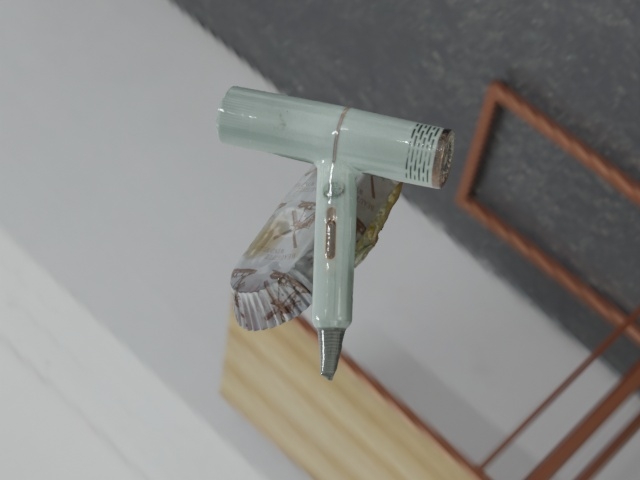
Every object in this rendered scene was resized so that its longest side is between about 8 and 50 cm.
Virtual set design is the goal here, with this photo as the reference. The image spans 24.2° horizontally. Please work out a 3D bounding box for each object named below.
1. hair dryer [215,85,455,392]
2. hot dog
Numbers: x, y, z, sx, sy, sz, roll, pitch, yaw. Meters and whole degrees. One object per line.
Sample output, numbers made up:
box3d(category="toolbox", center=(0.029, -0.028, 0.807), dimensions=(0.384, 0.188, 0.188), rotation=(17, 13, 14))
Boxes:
box3d(category="hair dryer", center=(-0.008, 0.000, 0.969), dimensions=(0.155, 0.183, 0.044), rotation=(13, 176, 16))
box3d(category="hot dog", center=(-0.003, -0.004, 1.117), dimensions=(0.099, 0.192, 0.053), rotation=(-6, 131, 44))
